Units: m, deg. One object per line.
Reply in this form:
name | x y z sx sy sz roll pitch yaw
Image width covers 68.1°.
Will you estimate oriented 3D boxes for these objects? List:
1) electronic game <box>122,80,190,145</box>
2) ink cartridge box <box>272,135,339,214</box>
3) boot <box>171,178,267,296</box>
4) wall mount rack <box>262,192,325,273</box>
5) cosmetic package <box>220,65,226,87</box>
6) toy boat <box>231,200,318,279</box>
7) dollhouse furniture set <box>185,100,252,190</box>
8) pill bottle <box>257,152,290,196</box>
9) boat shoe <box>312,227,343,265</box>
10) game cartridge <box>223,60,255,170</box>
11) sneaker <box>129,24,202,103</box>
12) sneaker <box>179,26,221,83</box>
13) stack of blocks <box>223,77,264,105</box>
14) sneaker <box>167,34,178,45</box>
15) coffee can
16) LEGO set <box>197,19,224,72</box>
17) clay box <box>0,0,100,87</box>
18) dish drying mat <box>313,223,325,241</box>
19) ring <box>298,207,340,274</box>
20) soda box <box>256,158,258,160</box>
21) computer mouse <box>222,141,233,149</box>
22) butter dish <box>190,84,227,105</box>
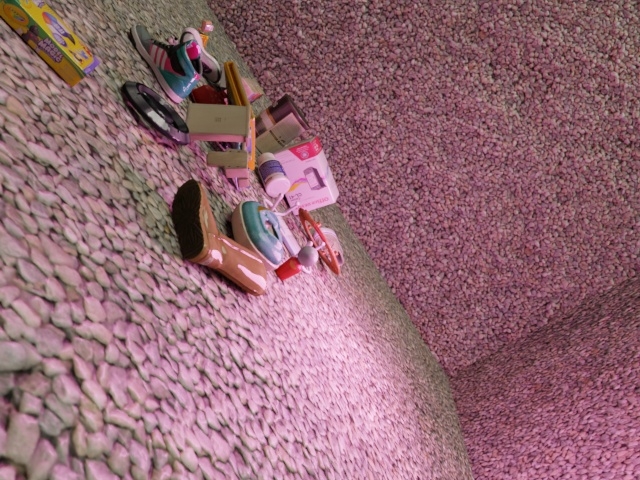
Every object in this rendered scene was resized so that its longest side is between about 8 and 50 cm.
electronic game | -0.460 -0.360 1.342 0.229 0.048 0.229 47 10 -11
ink cartridge box | -0.072 -0.300 2.203 0.131 0.226 0.306 -61 132 -64
boot | -0.247 0.002 1.187 0.269 0.089 0.236 39 33 -56
wall mount rack | -0.102 -0.047 1.804 0.350 0.130 0.304 58 11 6
cosmetic package | -0.447 -0.781 2.314 0.239 0.060 0.099 -121 -141 -78
toy boat | -0.140 0.002 1.461 0.318 0.148 0.267 47 15 -41
dollhouse furniture set | -0.336 -0.271 1.599 0.303 0.198 0.286 103 -13 -62
pill bottle | -0.210 -0.291 2.059 0.112 0.112 0.187 41 19 -54
boat shoe | 0.053 0.033 2.316 0.302 0.109 0.094 45 18 -57
game cartridge | -0.313 -0.473 1.837 0.324 0.052 0.285 108 -35 -63
sneaker | -0.500 -0.634 1.592 0.295 0.178 0.124 57 11 -1
sneaker | -0.555 -0.827 2.162 0.271 0.100 0.108 55 42 -45
stack of blocks | -0.383 -0.689 2.264 0.087 0.171 0.297 55 12 -12
sneaker | -0.623 -0.853 2.035 0.032 0.037 0.083 57 9 8
coffee can | -0.219 -0.558 2.331 0.201 0.275 0.201 54 11 -16
LEGO set | -0.557 -0.922 2.262 0.107 0.132 0.287 59 -12 35
clay box | -0.591 -0.450 1.020 0.222 0.053 0.127 51 12 -32
dish drying mat | -0.005 -0.031 1.886 0.083 0.008 0.032 57 7 5
ring | 0.000 0.000 2.067 0.337 0.032 0.336 57 -9 14
soda box | -0.227 -0.337 2.251 0.183 0.058 0.063 39 21 -59
computer mouse | -0.398 -0.411 1.801 0.071 0.041 0.242 -98 161 -45
butter dish | -0.417 -0.543 1.852 0.160 0.118 0.160 38 23 -60
